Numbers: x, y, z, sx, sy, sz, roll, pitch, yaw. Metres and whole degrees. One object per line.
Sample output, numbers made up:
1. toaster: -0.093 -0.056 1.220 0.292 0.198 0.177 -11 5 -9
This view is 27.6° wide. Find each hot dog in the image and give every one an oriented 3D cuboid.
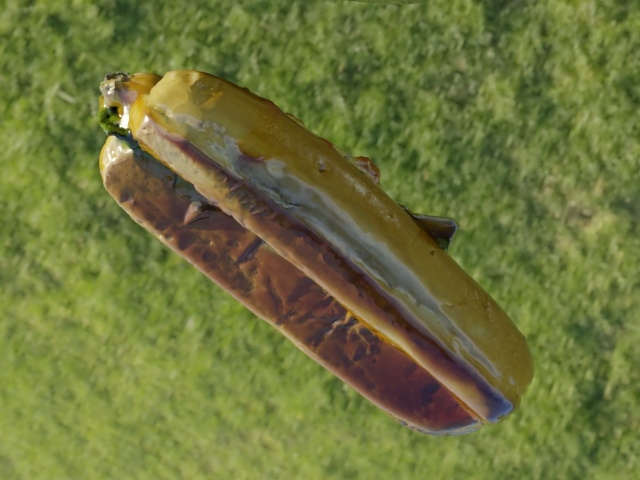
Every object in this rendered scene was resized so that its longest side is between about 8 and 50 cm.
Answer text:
1. hot dog: 0.000 0.000 0.615 0.250 0.076 0.104 39 145 -9

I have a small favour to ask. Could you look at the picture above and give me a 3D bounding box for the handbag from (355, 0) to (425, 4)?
1. handbag: -0.025 -0.273 0.954 0.254 0.181 0.181 6 -175 5
